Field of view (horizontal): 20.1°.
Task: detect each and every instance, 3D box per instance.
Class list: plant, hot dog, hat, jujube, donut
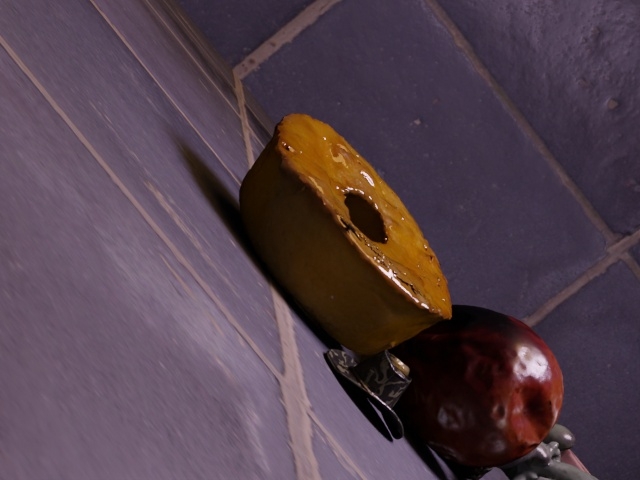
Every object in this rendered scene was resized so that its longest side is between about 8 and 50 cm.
[{"bbox_3d":[0.219,0.229,2.035,0.274,0.146,0.149,55,2,37],"label":"plant"},{"bbox_3d":[0.062,0.137,1.902,0.030,0.034,0.090,40,-12,-16],"label":"hot dog"},{"bbox_3d":[0.057,0.135,1.726,0.121,0.050,0.121,51,1,-1],"label":"hat"},{"bbox_3d":[0.150,0.144,1.933,0.236,0.168,0.168,33,-11,48],"label":"jujube"},{"bbox_3d":[0.018,0.000,1.860,0.277,0.108,0.277,47,15,-16],"label":"donut"}]

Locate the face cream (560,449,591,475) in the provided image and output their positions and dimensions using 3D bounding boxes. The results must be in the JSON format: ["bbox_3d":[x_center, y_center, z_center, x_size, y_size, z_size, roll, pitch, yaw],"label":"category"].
[{"bbox_3d":[0.345,0.374,2.481,0.149,0.104,0.149,52,4,-5],"label":"face cream"}]
